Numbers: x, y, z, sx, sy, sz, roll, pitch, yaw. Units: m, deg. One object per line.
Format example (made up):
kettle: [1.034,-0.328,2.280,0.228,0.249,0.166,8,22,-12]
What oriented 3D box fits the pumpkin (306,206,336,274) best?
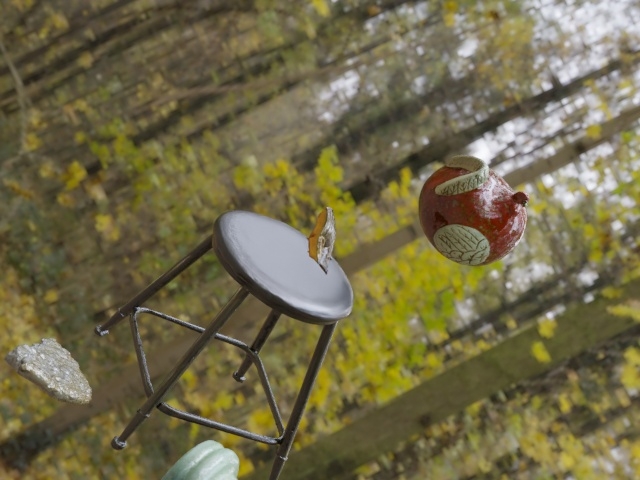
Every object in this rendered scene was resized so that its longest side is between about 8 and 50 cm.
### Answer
pumpkin: [0.000,-0.001,1.843,0.073,0.035,0.101,33,67,-69]

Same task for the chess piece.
chess piece: [-0.119,0.474,1.822,0.299,0.194,0.194,35,-19,18]

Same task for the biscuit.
biscuit: [-0.435,0.222,1.902,0.141,0.038,0.290,41,-1,1]

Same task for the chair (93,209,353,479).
chair: [-0.169,0.182,2.233,0.364,0.410,0.362,22,25,-29]

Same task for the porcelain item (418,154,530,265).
porcelain item: [0.345,-0.070,2.470,0.253,0.253,0.253,62,-9,17]
